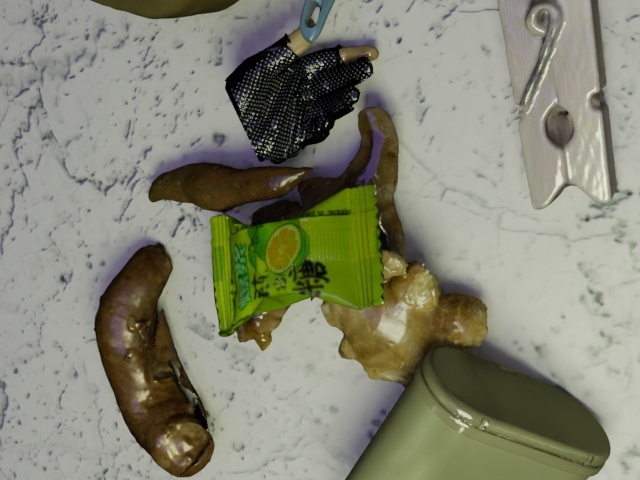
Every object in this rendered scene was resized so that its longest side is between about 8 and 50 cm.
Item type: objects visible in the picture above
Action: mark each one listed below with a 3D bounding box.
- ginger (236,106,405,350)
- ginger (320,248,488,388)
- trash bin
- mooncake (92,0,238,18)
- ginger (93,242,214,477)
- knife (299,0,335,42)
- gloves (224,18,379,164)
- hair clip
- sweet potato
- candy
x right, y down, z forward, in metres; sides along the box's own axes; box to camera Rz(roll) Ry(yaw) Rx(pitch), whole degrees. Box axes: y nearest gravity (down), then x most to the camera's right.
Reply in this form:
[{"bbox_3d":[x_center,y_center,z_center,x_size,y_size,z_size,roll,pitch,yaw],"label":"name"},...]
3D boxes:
[{"bbox_3d":[-0.002,0.001,0.976,0.333,0.080,0.166,-40,86,18],"label":"ginger"},{"bbox_3d":[0.106,0.102,0.927,0.216,0.102,0.157,34,111,-17],"label":"ginger"},{"bbox_3d":[0.158,0.266,0.900,0.243,0.121,0.248,23,113,-19],"label":"trash bin"},{"bbox_3d":[-0.167,-0.441,0.902,0.378,0.201,0.379,5,105,18],"label":"mooncake"},{"bbox_3d":[-0.232,0.170,1.084,0.133,0.107,0.310,-22,87,38],"label":"ginger"},{"bbox_3d":[0.034,-0.371,0.889,0.044,0.019,0.313,21,92,11],"label":"knife"},{"bbox_3d":[-0.014,-0.179,0.947,0.180,0.106,0.129,-25,84,-2],"label":"gloves"},{"bbox_3d":[0.247,-0.200,0.834,0.101,0.085,0.331,-7,103,25],"label":"hair clip"},{"bbox_3d":[-0.122,-0.068,1.001,0.273,0.067,0.067,0,100,37],"label":"sweet potato"},{"bbox_3d":[-0.038,0.020,0.901,0.246,0.069,0.149,-12,74,30],"label":"candy"}]
